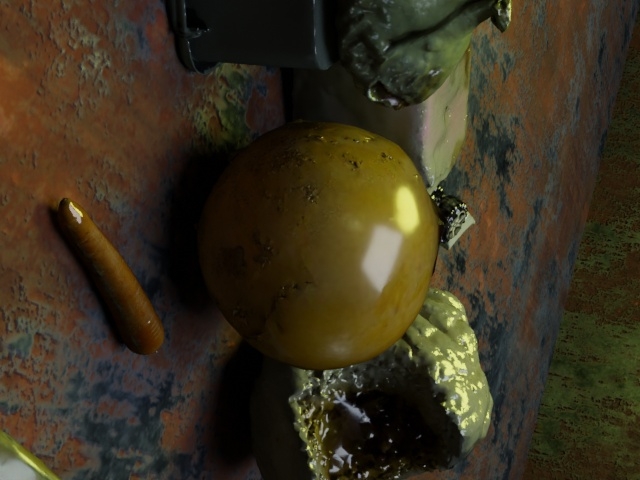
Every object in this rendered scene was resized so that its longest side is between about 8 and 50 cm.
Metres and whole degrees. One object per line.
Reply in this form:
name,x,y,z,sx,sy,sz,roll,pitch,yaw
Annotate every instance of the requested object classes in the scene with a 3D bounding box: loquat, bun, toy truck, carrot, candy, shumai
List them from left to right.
carrot,-0.171,0.028,0.834,0.037,0.037,0.190,-61,147,-34
loquat,0.000,0.000,0.959,0.235,0.235,0.235,-40,136,-55
bun,0.045,0.150,1.120,0.281,0.281,0.205,-25,102,-61
candy,0.059,-0.153,1.099,0.137,0.184,0.195,-46,145,-43
toy truck,0.096,-0.040,1.287,0.111,0.136,0.286,-59,155,7
shumai,0.105,-0.199,0.880,0.184,0.141,0.184,-37,132,-55

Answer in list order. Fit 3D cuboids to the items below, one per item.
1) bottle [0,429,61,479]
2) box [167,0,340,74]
bottle,-0.283,0.251,0.520,0.351,0.171,0.171,-62,152,-28
box,-0.018,-0.246,0.921,0.243,0.135,0.163,-46,142,-52
